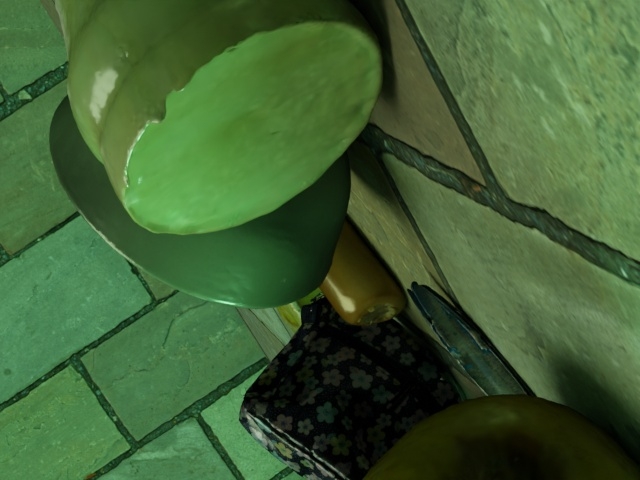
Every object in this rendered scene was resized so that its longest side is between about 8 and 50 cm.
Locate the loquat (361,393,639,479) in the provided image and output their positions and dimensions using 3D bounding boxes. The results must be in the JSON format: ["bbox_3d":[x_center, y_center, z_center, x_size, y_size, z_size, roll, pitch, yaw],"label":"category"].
[{"bbox_3d":[0.148,0.256,1.060,0.275,0.275,0.275,54,171,12],"label":"loquat"}]

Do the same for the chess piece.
[{"bbox_3d":[-0.151,-0.239,1.051,0.442,0.234,0.234,57,173,23],"label":"chess piece"}]

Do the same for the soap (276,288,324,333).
[{"bbox_3d":[-0.051,0.030,1.879,0.257,0.080,0.160,58,171,-14],"label":"soap"}]

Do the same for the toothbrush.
[{"bbox_3d":[0.203,0.180,1.205,0.413,0.035,0.042,51,173,28],"label":"toothbrush"}]

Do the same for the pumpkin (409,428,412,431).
[{"bbox_3d":[0.168,0.282,1.370,0.238,0.159,0.238,62,-168,-23],"label":"pumpkin"}]

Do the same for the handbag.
[{"bbox_3d":[0.037,0.182,1.532,0.229,0.208,0.127,36,154,9],"label":"handbag"}]

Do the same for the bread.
[{"bbox_3d":[0.000,0.000,1.520,0.239,0.074,0.092,52,165,21],"label":"bread"}]

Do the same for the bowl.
[{"bbox_3d":[-0.080,-0.093,1.211,0.289,0.146,0.289,25,-145,-19],"label":"bowl"}]
